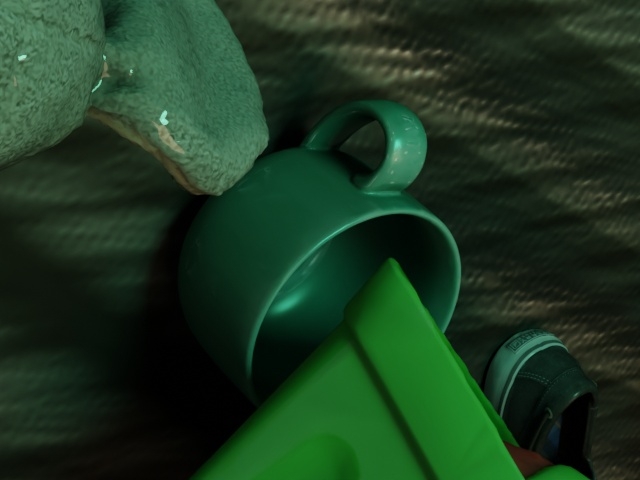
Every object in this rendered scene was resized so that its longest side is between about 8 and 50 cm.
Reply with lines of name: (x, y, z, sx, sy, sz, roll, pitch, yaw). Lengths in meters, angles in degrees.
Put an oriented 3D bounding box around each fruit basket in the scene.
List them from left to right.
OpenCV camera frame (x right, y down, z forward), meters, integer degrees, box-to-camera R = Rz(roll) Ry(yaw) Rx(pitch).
fruit basket: (0.156, 0.167, 0.753, 0.392, 0.283, 0.392, -21, 150, -13)

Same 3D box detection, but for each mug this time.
mug: (0.001, 0.007, 0.779, 0.158, 0.097, 0.129, -47, 138, -2)

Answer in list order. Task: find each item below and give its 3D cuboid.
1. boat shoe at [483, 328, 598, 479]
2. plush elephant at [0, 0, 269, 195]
boat shoe: (0.158, 0.163, 1.040, 0.080, 0.076, 0.228, -22, 132, -26)
plush elephant: (-0.170, -0.062, 0.467, 0.272, 0.255, 0.330, 25, 103, -47)
